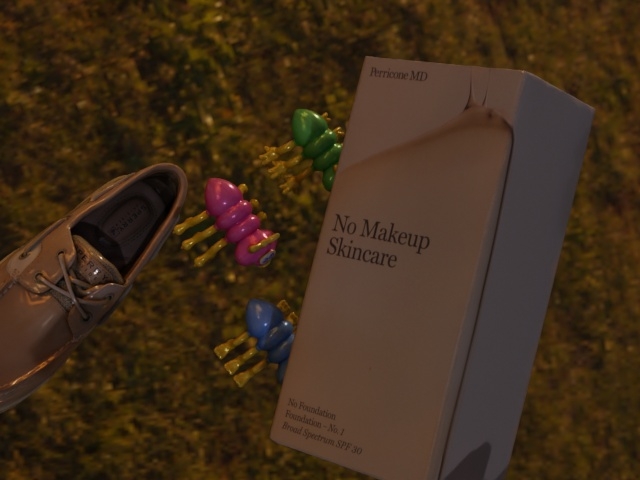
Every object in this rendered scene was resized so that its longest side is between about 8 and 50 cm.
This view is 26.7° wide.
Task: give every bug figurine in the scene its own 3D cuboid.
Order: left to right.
[{"bbox_3d":[0.000,0.000,1.232,0.279,0.072,0.216,-40,93,-27],"label":"bug figurine"}]

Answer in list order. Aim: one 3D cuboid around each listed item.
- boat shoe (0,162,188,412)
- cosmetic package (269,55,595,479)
[{"bbox_3d":[-0.229,0.034,1.235,0.109,0.098,0.302,47,54,-9],"label":"boat shoe"},{"bbox_3d":[0.085,0.026,1.030,0.113,0.160,0.309,16,86,-49],"label":"cosmetic package"}]
